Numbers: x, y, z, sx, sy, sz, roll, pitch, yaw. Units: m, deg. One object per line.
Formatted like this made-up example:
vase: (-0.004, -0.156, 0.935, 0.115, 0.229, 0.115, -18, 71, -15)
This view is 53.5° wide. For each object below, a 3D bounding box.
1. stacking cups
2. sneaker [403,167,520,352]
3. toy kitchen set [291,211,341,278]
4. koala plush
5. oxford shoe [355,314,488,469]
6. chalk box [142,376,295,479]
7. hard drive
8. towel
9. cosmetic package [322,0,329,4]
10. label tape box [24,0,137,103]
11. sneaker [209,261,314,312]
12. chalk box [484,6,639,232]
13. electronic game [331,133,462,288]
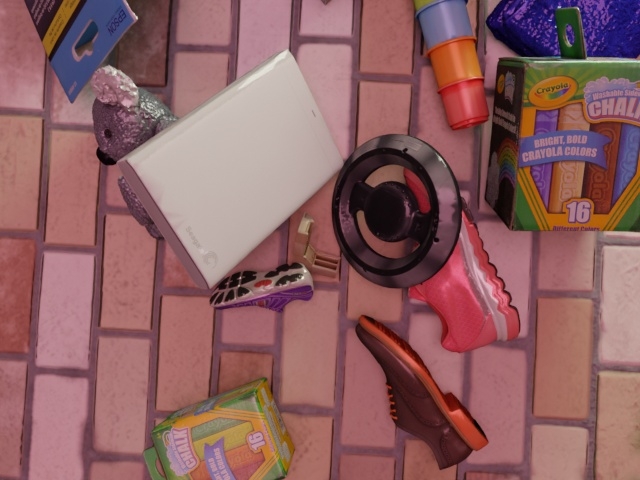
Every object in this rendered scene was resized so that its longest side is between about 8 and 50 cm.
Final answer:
stacking cups: (0.189, -0.330, 0.980, 0.096, 0.096, 0.316, -12, 88, 2)
sneaker: (0.180, 0.028, 0.959, 0.136, 0.116, 0.313, -26, 86, 5)
toy kitchen set: (0.000, 0.000, 0.992, 0.075, 0.083, 0.068, 15, 47, 2)
koala plush: (-0.251, -0.149, 0.952, 0.221, 0.196, 0.203, 45, 79, 3)
oxford shoe: (0.133, 0.232, 0.966, 0.098, 0.097, 0.271, -41, 87, 6)
chalk box: (-0.164, 0.312, 0.952, 0.213, 0.132, 0.132, -22, 87, 1)
hard drive: (-0.106, -0.107, 0.892, 0.307, 0.040, 0.203, -45, 120, -33)
towel: (0.428, -0.390, 0.953, 0.228, 0.076, 0.308, 36, 100, -1)
cosmetic package: (0.067, -0.533, 0.972, 0.296, 0.129, 0.153, -43, 89, 1)
label tape box: (-0.347, -0.415, 0.926, 0.115, 0.249, 0.347, -24, 89, -42)
sneaker: (-0.092, 0.089, 0.992, 0.170, 0.068, 0.071, -10, 124, 13)
chalk box: (0.346, -0.172, 0.887, 0.179, 0.180, 0.288, 2, 108, 2)
electronic game: (0.106, -0.043, 0.941, 0.229, 0.048, 0.229, 6, 98, 42)
